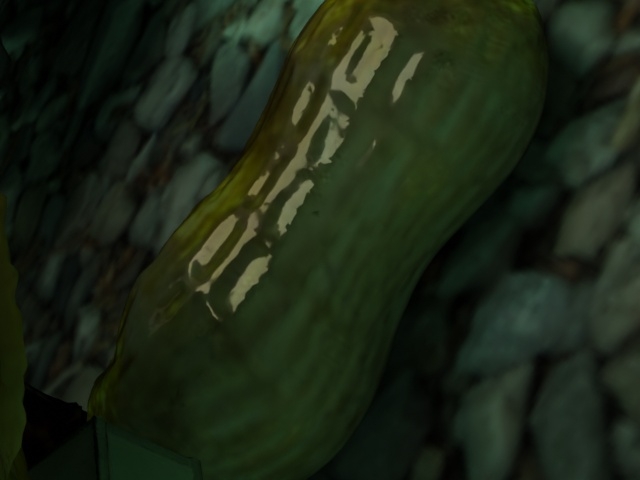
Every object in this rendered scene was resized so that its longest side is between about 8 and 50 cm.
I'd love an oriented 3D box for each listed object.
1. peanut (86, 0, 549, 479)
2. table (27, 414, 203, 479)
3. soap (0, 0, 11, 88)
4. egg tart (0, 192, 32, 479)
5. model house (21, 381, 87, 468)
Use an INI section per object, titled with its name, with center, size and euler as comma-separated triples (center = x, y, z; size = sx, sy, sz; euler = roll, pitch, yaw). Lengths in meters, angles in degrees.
[peanut]
center = 0.000, 0.000, 0.513
size = 0.206, 0.087, 0.087
euler = -56, 36, 2
[table]
center = -0.050, 0.188, 0.416
size = 0.121, 0.111, 0.240
euler = -38, 41, 26
[soap]
center = -0.265, -0.247, 0.802
size = 0.435, 0.213, 0.350
euler = 33, 99, 57
[egg tart]
center = -0.174, 0.094, 0.397
size = 0.341, 0.129, 0.341
euler = -15, 65, 34
[model house]
center = -0.267, 0.115, 0.624
size = 0.317, 0.282, 0.297
euler = -55, -8, 1
